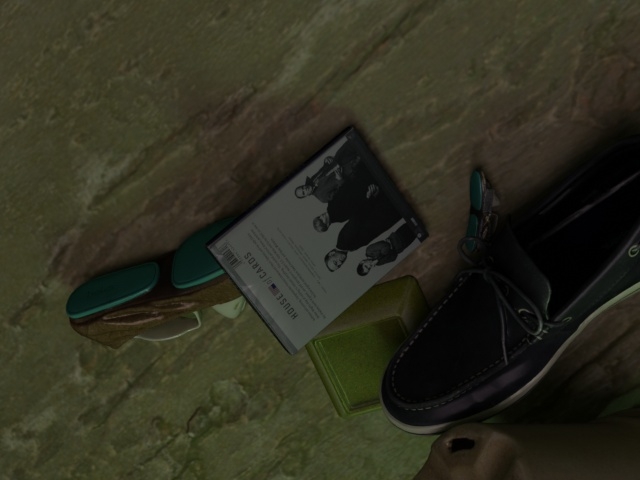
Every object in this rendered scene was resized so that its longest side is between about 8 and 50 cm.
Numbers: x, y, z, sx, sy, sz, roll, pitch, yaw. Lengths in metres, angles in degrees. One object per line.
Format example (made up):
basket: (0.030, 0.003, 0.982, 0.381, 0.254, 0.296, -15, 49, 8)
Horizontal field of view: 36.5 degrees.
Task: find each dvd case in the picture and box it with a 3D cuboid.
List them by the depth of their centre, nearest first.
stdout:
dvd case: (0.000, 0.000, 1.214, 0.238, 0.029, 0.179, -40, 107, -12)

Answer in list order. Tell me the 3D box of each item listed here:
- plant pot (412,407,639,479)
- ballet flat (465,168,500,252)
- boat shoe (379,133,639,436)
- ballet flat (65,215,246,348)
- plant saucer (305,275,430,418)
plant pot: (0.286, 0.352, 1.179, 0.305, 0.334, 0.334, 14, 121, -30)
ballet flat: (0.208, -0.039, 1.233, 0.041, 0.041, 0.114, 5, 116, 7)
boat shoe: (0.251, 0.051, 1.168, 0.500, 0.187, 0.156, -40, 134, 18)
ballet flat: (-0.182, 0.070, 1.314, 0.342, 0.116, 0.124, -23, 130, 19)
plant saucer: (0.075, 0.162, 1.342, 0.188, 0.045, 0.188, -19, 111, 17)
